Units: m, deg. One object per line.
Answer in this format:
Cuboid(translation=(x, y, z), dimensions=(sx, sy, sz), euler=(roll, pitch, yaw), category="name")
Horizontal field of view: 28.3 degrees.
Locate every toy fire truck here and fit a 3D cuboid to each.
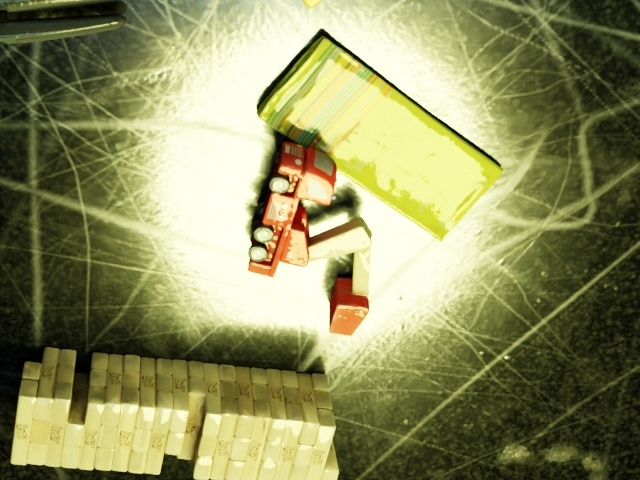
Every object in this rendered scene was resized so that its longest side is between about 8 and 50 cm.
Cuboid(translation=(0.000, 0.000, 1.246), dimensions=(0.135, 0.047, 0.192), euler=(13, 127, -8), category="toy fire truck")

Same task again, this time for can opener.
Cuboid(translation=(-0.264, -0.196, 1.111), dimensions=(0.186, 0.073, 0.059), euler=(-3, 113, -15), category="can opener")

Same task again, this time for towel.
Cuboid(translation=(0.060, -0.094, 1.225), dimensions=(0.237, 0.021, 0.102), euler=(33, 113, -23), category="towel")

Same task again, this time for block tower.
Cuboid(translation=(-0.145, 0.186, 1.327), dimensions=(0.336, 0.091, 0.097), euler=(8, 120, -11), category="block tower")

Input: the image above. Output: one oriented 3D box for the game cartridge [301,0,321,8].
Cuboid(translation=(0.005, -0.396, 1.029), dimensions=(0.285, 0.052, 0.323), euler=(-34, 116, 14), category="game cartridge")
